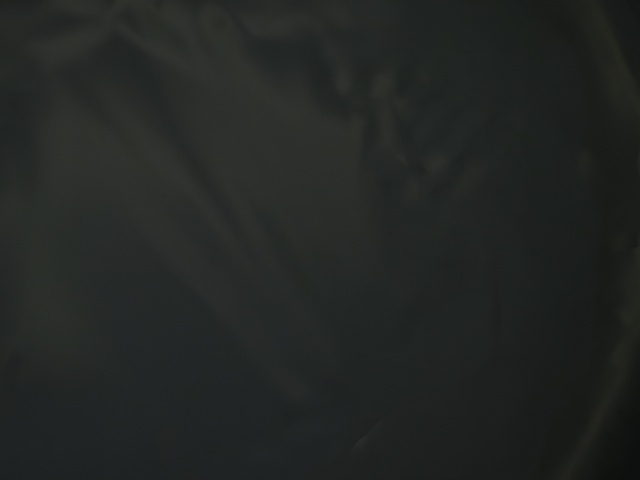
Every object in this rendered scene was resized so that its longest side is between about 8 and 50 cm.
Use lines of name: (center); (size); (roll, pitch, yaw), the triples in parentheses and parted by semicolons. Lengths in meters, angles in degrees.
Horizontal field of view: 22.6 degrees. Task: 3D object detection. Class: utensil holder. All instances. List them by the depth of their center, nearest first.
utensil holder: (0.000, 0.000, 0.278); (0.327, 0.328, 0.385); (36, -6, -10)
